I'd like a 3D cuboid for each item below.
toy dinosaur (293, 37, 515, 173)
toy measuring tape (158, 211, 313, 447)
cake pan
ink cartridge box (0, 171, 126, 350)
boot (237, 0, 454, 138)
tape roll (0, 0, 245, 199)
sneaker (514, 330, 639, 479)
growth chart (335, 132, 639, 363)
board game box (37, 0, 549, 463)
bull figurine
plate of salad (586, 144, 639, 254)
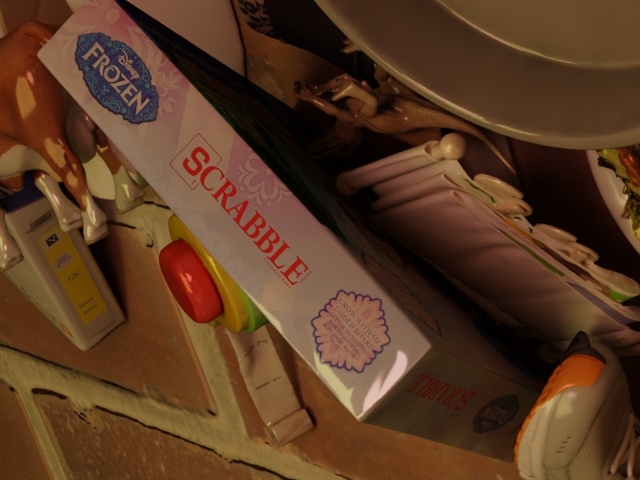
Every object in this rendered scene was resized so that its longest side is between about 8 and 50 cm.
[{"bbox_3d":[0.045,-0.082,1.188,0.092,0.053,0.183,38,160,-32],"label":"toy dinosaur"},{"bbox_3d":[-0.048,0.062,1.550,0.121,0.121,0.330,28,146,45],"label":"toy measuring tape"},{"bbox_3d":[0.091,-0.173,0.998,0.293,0.054,0.293,28,149,19],"label":"cake pan"},{"bbox_3d":[-0.334,-0.074,1.854,0.303,0.072,0.307,42,162,33],"label":"ink cartridge box"},{"bbox_3d":[0.016,-0.187,1.218,0.178,0.085,0.236,32,145,33],"label":"boot"},{"bbox_3d":[-0.183,-0.179,1.547,0.286,0.100,0.286,39,145,35],"label":"tape roll"},{"bbox_3d":[0.201,0.156,1.241,0.121,0.099,0.262,22,152,26],"label":"sneaker"},{"bbox_3d":[0.119,0.013,1.207,0.237,0.021,0.172,38,157,-26],"label":"growth chart"},{"bbox_3d":[0.000,0.000,1.264,0.318,0.066,0.318,48,-171,22],"label":"board game box"},{"bbox_3d":[-0.243,-0.083,1.529,0.188,0.101,0.310,61,155,-9],"label":"bull figurine"},{"bbox_3d":[0.218,-0.033,1.070,0.200,0.048,0.200,33,142,31],"label":"plate of salad"}]
